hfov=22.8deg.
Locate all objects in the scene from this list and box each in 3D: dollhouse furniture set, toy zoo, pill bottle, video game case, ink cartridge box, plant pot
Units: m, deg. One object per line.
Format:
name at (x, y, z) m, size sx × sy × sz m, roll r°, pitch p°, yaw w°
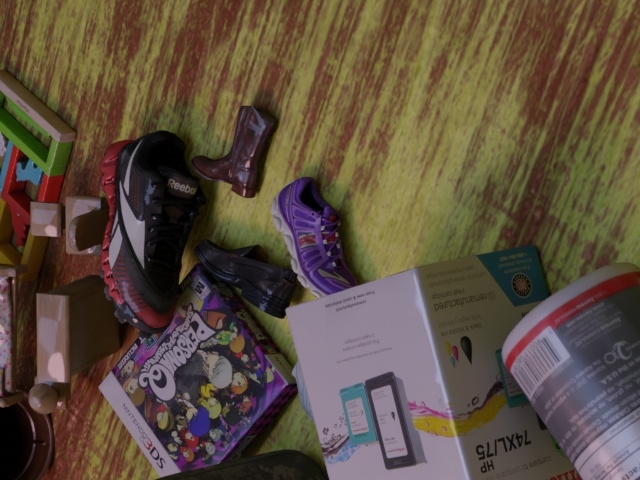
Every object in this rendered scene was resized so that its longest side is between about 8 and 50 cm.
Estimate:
dollhouse furniture set at (-0.465, 0.084, 2.127) m, size 0.356 × 0.174 × 0.303 m, roll 4°, pitch 99°, yaw 14°
toy zoo at (-0.451, -0.075, 2.298) m, size 0.192 × 0.030 × 0.293 m, roll 39°, pitch 123°, yaw 35°
pill bottle at (0.307, 0.176, 1.469) m, size 0.283 × 0.161 × 0.161 m, roll 57°, pitch 131°, yaw 22°
video game case at (-0.154, 0.182, 1.989) m, size 0.232 × 0.042 × 0.210 m, roll -50°, pitch 62°, yaw 22°
ink cartridge box at (0.126, 0.166, 1.627) m, size 0.197 × 0.198 × 0.270 m, roll -20°, pitch 83°, yaw 45°
plant pot at (-0.504, 0.291, 2.330) m, size 0.165 × 0.167 × 0.167 m, roll 1°, pitch 97°, yaw 53°

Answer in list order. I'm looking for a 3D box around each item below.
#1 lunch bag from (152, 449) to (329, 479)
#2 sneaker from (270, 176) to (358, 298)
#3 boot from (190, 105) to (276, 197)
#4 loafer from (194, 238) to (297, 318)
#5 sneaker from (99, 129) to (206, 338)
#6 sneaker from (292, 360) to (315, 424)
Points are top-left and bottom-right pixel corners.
lunch bag at (-0.134, 0.403, 1.855) m, size 0.256 × 0.305 × 0.212 m, roll -51°, pitch 61°, yaw 36°
sneaker at (0.000, 0.000, 1.825) m, size 0.071 × 0.068 × 0.170 m, roll -43°, pitch 65°, yaw 34°
boot at (-0.106, -0.122, 1.932) m, size 0.106 × 0.037 × 0.114 m, roll 27°, pitch 119°, yaw 26°
loafer at (-0.088, 0.033, 1.933) m, size 0.170 × 0.062 × 0.061 m, roll 33°, pitch 95°, yaw 38°
sneaker at (-0.207, -0.019, 1.976) m, size 0.135 × 0.098 × 0.276 m, roll -28°, pitch 57°, yaw 38°
sneaker at (0.010, 0.198, 1.861) m, size 0.061 × 0.054 × 0.152 m, roll -44°, pitch 59°, yaw 50°
